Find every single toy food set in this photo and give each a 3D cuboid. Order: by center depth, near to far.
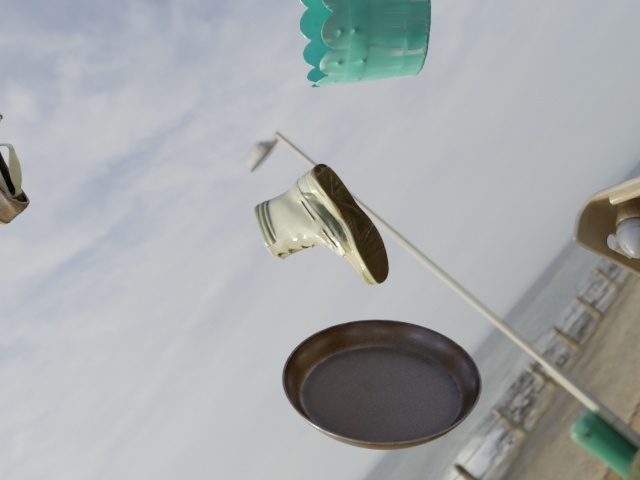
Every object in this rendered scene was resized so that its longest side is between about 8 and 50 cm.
[{"bbox_3d":[0.532,-0.025,1.221,0.306,0.220,0.092,-23,55,45],"label":"toy food set"}]

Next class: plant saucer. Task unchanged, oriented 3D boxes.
[{"bbox_3d":[0.095,0.229,1.418,0.311,0.311,0.050,-37,-43,-46],"label":"plant saucer"}]

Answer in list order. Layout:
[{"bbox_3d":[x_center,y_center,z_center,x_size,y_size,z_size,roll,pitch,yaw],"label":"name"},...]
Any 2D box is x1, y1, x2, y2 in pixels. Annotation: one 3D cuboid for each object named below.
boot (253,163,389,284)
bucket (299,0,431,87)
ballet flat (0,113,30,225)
[{"bbox_3d":[0.000,0.000,1.458,0.165,0.213,0.077,-30,6,35],"label":"boot"},{"bbox_3d":[0.068,-0.394,1.522,0.183,0.281,0.281,-5,-23,-8],"label":"bucket"},{"bbox_3d":[-0.642,-0.186,1.721,0.106,0.315,0.107,-20,10,18],"label":"ballet flat"}]
